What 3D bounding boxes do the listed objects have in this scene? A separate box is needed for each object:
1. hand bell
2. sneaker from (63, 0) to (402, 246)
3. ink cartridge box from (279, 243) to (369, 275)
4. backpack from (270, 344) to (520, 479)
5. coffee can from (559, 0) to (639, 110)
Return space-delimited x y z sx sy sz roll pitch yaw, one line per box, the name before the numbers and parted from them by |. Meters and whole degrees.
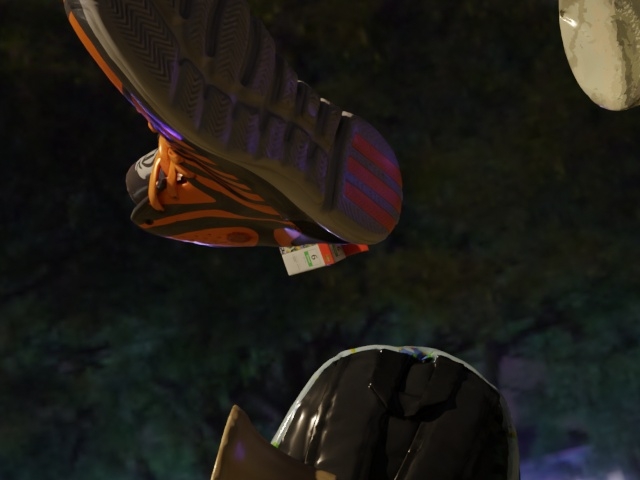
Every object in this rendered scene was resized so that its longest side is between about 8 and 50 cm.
hand bell | 0.044 0.200 0.963 0.242 0.126 0.126 14 -16 1
sneaker | -0.099 -0.076 1.040 0.180 0.124 0.321 -12 -41 38
ink cartridge box | 0.000 0.000 1.805 0.115 0.062 0.029 -16 6 39
backpack | 0.054 0.273 1.385 0.290 0.355 0.273 12 -3 14
coffee can | 0.434 -0.260 1.613 0.275 0.201 0.201 -11 -14 -20
